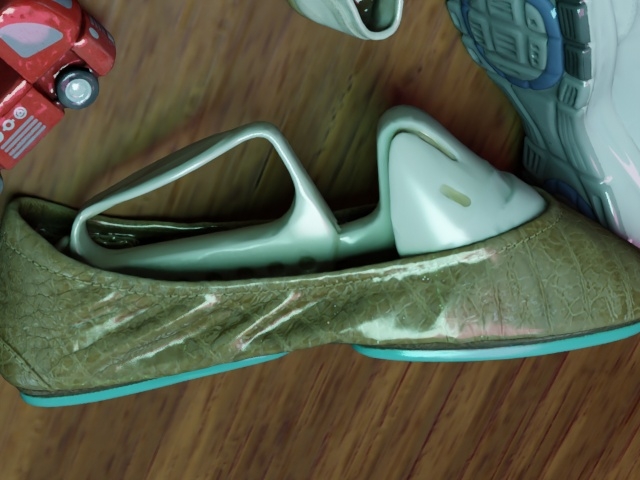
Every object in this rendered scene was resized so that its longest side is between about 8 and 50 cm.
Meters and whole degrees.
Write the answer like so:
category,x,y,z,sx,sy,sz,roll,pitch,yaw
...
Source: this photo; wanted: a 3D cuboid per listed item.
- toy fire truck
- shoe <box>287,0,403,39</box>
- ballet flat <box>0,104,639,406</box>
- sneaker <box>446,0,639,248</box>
category,x,y,z,sx,sy,sz,roll,pitch,yaw
toy fire truck,-0.201,-0.062,0.652,0.192,0.047,0.135,-44,125,6
shoe,0.013,-0.192,0.654,0.077,0.058,0.219,-15,125,-14
ballet flat,0.000,0.000,0.716,0.342,0.116,0.124,-6,109,4
sneaker,0.154,-0.101,0.761,0.129,0.111,0.297,-38,135,-12
